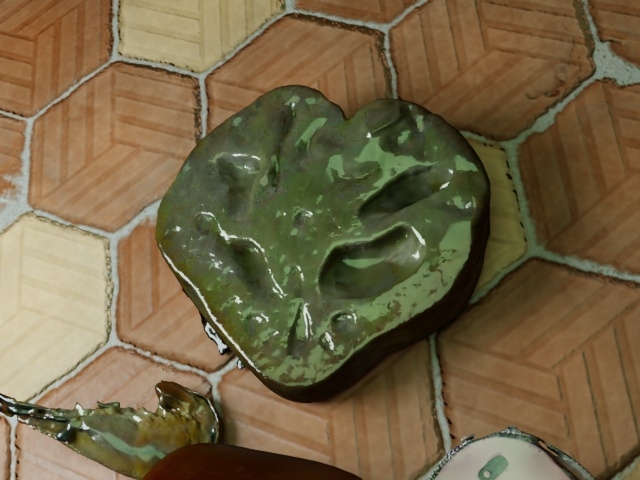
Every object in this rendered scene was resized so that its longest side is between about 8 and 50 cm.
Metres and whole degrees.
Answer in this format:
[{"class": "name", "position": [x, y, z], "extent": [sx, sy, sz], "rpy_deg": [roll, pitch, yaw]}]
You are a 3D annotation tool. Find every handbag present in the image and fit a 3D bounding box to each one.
[{"class": "handbag", "position": [0.193, 0.293, 1.013], "extent": [0.179, 0.116, 0.205], "rpy_deg": [-44, 59, -9]}]

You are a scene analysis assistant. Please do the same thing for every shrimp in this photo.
[{"class": "shrimp", "position": [-0.236, 0.202, 1.218], "extent": [0.262, 0.066, 0.117], "rpy_deg": [19, 55, 9]}]

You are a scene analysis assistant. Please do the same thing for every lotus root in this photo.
[{"class": "lotus root", "position": [0.000, 0.000, 1.232], "extent": [0.390, 0.111, 0.375], "rpy_deg": [1, 68, 15]}]

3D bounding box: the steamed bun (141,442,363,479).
[{"class": "steamed bun", "position": [-0.094, 0.369, 0.981], "extent": [0.235, 0.248, 0.379], "rpy_deg": [9, 65, 20]}]
